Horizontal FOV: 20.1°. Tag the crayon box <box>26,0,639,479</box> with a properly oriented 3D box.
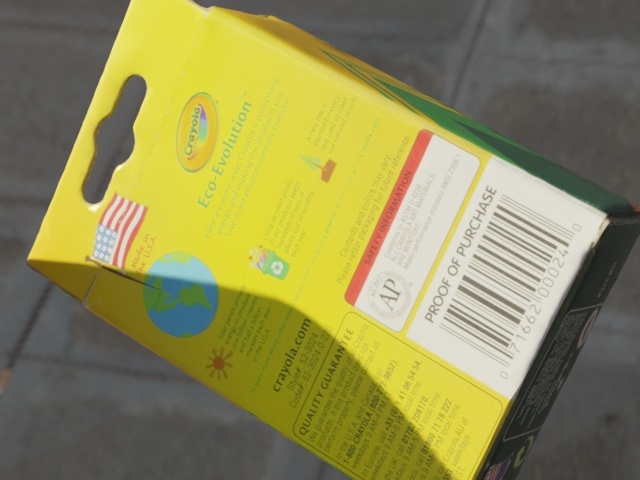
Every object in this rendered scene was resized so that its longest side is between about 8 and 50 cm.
[{"bbox_3d":[0.000,0.000,1.039,0.318,0.081,0.202,31,105,22],"label":"crayon box"}]
